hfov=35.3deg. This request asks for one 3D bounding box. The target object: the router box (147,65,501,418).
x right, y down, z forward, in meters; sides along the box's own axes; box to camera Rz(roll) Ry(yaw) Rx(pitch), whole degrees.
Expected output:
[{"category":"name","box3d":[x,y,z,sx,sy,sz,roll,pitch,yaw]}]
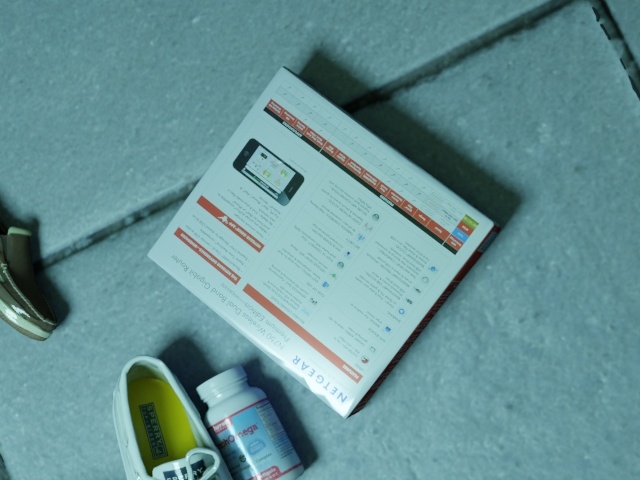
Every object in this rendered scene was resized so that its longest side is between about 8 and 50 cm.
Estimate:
[{"category":"router box","box3d":[0.000,0.000,1.265,0.335,0.082,0.301,39,98,13]}]

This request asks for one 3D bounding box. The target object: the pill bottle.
[{"category":"pill bottle","box3d":[-0.093,0.244,1.278,0.087,0.087,0.160,-31,80,12]}]

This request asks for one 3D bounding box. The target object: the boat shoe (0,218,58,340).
[{"category":"boat shoe","box3d":[-0.434,0.020,1.374,0.095,0.095,0.257,-44,78,3]}]

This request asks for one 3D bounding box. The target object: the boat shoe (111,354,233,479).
[{"category":"boat shoe","box3d":[-0.160,0.296,1.210,0.136,0.156,0.367,-15,62,-17]}]
